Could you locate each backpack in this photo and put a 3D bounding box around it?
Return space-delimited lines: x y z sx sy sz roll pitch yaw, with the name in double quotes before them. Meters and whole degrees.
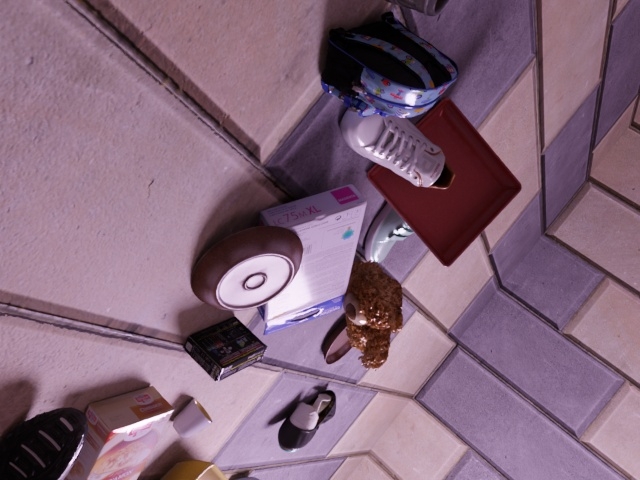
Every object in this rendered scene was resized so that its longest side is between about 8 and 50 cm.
"backpack" 0.107 -0.244 0.987 0.158 0.173 0.116 -31 149 -39

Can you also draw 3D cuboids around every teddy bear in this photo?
"teddy bear" 0.091 0.156 1.470 0.338 0.113 0.244 -157 -113 -83

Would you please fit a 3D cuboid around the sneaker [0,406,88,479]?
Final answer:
"sneaker" -0.433 0.351 0.989 0.271 0.100 0.108 -52 170 9

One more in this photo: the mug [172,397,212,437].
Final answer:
"mug" -0.258 0.365 1.341 0.064 0.062 0.078 -39 147 -9

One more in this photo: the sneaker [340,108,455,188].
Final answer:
"sneaker" 0.156 -0.168 1.199 0.290 0.123 0.105 19 103 -49

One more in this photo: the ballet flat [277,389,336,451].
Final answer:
"ballet flat" -0.034 0.495 1.890 0.280 0.095 0.096 -24 136 -63

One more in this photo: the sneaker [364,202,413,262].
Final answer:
"sneaker" 0.206 -0.022 1.497 0.094 0.151 0.255 -14 138 -56

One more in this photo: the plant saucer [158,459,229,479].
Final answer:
"plant saucer" -0.360 0.645 1.528 0.333 0.081 0.332 -42 154 -19

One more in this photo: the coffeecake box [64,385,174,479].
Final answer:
"coffeecake box" -0.355 0.353 1.141 0.142 0.068 0.185 -3 127 -58

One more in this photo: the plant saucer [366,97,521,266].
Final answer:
"plant saucer" 0.254 -0.120 1.387 0.258 0.259 0.048 -44 -172 -15

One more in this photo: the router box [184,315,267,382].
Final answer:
"router box" -0.171 0.196 1.214 0.122 0.092 0.038 -19 140 -50

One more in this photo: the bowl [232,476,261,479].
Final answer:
"bowl" -0.239 0.725 1.883 0.142 0.053 0.142 -52 157 1

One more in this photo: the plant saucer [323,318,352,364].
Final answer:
"plant saucer" 0.062 0.261 1.791 0.168 0.029 0.168 -39 152 -25

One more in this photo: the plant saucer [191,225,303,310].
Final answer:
"plant saucer" -0.114 0.058 1.106 0.199 0.036 0.198 -19 142 -15

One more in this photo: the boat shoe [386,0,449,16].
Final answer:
"boat shoe" 0.227 -0.448 0.996 0.320 0.103 0.118 -42 154 -19

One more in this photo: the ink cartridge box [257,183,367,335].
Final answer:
"ink cartridge box" -0.028 0.045 1.240 0.186 0.065 0.311 -18 141 -23
